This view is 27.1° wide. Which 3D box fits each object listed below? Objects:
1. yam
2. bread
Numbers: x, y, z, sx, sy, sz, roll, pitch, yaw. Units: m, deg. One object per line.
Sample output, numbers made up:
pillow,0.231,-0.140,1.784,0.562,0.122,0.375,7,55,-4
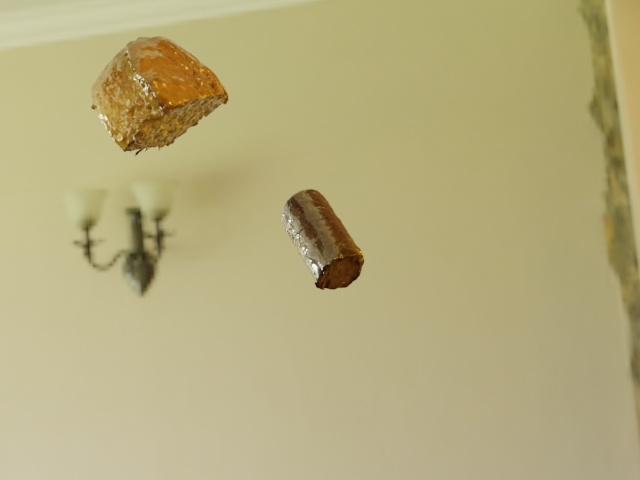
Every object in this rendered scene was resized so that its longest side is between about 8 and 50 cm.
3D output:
yam,0.001,0.000,1.802,0.079,0.141,0.079,-18,-41,-17
bread,-0.227,-0.198,1.785,0.143,0.139,0.229,-44,-2,11
